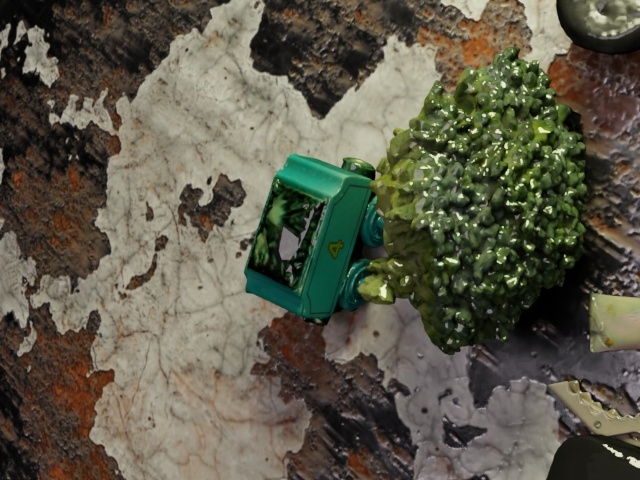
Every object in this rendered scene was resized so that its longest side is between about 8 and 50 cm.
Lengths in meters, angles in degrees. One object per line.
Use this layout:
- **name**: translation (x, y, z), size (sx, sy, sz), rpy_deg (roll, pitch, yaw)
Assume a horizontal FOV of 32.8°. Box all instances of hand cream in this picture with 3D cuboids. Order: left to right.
- **hand cream**: translation (0.320, 0.078, 1.042), size (0.143, 0.039, 0.061), rpy_deg (-4, 85, 42)

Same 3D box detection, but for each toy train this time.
- **toy train**: translation (0.000, 0.000, 1.218), size (0.107, 0.154, 0.198), rpy_deg (23, 98, 33)

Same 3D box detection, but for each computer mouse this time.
- **computer mouse**: translation (0.318, -0.298, 1.049), size (0.137, 0.086, 0.269), rpy_deg (21, 90, 28)

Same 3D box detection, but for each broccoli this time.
- **broccoli**: translation (0.135, -0.041, 1.098), size (0.245, 0.288, 0.248), rpy_deg (-11, 117, 51)

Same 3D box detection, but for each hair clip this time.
- **hair clip**: translation (0.314, 0.187, 1.034), size (0.226, 0.034, 0.072), rpy_deg (13, 93, 38)

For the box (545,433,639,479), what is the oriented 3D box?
- **box**: translation (0.309, 0.353, 0.985), size (0.290, 0.073, 0.289), rpy_deg (24, 104, 37)
